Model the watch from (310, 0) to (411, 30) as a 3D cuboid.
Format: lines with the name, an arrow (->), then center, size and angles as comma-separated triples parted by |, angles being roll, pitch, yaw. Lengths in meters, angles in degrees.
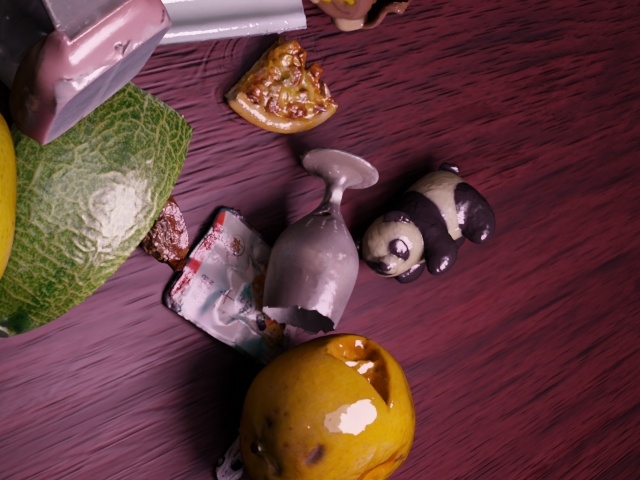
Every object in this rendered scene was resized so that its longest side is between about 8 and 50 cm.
watch -> 0.111, -0.501, 1.141 | 0.314, 0.335, 0.327 | 37, 54, -29

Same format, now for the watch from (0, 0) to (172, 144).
watch -> -0.279, -0.239, 0.792 | 0.241, 0.253, 0.162 | 48, 63, -10

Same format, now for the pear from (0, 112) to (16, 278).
pear -> -0.414, -0.039, 0.777 | 0.294, 0.294, 0.294 | -6, 99, -37

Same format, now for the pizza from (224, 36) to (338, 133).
pizza -> -0.051, -0.214, 1.181 | 0.175, 0.046, 0.134 | -13, 103, -36

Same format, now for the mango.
mango -> 0.023, 0.260, 1.192 | 0.253, 0.182, 0.365 | -44, 152, 1

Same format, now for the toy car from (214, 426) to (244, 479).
toy car -> -0.115, 0.305, 1.210 | 0.041, 0.025, 0.093 | 43, 69, -32

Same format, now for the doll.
doll -> 0.160, -0.015, 1.322 | 0.234, 0.143, 0.135 | -38, 93, -27

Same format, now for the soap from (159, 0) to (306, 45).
soap -> -0.154, -0.279, 1.027 | 0.261, 0.150, 0.094 | -18, 103, -35

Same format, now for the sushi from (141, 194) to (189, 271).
sushi -> -0.208, -0.019, 1.082 | 0.055, 0.052, 0.120 | -36, 119, -46

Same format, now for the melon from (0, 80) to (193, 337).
melon -> -0.292, -0.035, 0.969 | 0.196, 0.124, 0.323 | 29, 76, -29

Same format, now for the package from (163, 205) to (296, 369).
package -> -0.093, 0.078, 1.191 | 0.232, 0.040, 0.166 | 42, 69, -31

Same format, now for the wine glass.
wine glass -> 0.000, 0.000, 1.172 | 0.126, 0.126, 0.241 | 29, 66, -37
